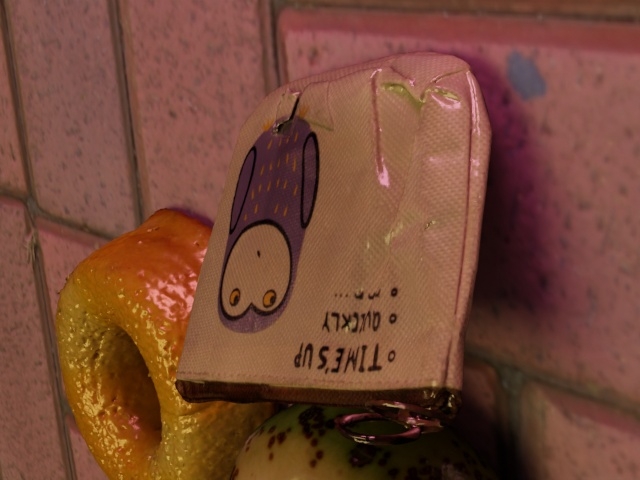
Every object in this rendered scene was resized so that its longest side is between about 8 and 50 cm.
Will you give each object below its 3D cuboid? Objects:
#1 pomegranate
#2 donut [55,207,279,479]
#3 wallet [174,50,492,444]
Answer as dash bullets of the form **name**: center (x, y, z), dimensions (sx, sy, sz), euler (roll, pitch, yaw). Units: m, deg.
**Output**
- **pomegranate**: center (0.016, 0.210, 0.842), dimensions (0.214, 0.248, 0.214), euler (5, 100, 31)
- **donut**: center (-0.152, 0.126, 1.143), dimensions (0.303, 0.110, 0.303), euler (25, 124, 45)
- **wallet**: center (0.002, 0.002, 0.842), dimensions (0.335, 0.068, 0.275), euler (-5, 66, 54)
